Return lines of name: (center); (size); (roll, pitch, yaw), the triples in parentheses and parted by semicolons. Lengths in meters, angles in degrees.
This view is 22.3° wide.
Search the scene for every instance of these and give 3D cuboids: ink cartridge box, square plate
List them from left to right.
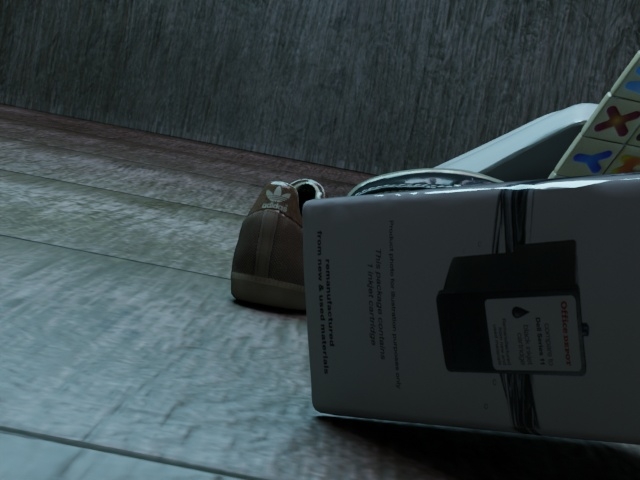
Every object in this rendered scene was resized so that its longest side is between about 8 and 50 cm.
square plate: (0.250, -0.042, 1.415); (0.344, 0.049, 0.347); (9, -18, -29)
ink cartridge box: (0.114, 0.019, 0.584); (0.153, 0.087, 0.208); (-4, 2, -37)

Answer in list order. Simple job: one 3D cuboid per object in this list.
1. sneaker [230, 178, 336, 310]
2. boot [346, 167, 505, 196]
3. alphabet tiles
sneaker: (0.000, 0.000, 0.971); (0.066, 0.071, 0.188); (12, 5, 12)
boot: (0.123, 0.004, 1.141); (0.236, 0.085, 0.178); (10, 8, 6)
alphabet tiles: (0.260, -0.038, 1.256); (0.198, 0.237, 0.009); (9, 42, -28)
